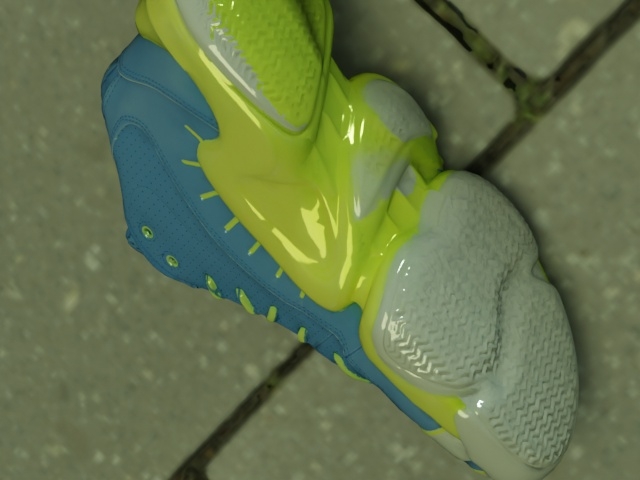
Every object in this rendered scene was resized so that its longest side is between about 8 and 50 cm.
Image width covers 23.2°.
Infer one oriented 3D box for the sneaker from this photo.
[{"bbox_3d":[0.000,0.000,0.616,0.126,0.091,0.240,-28,97,48],"label":"sneaker"}]
